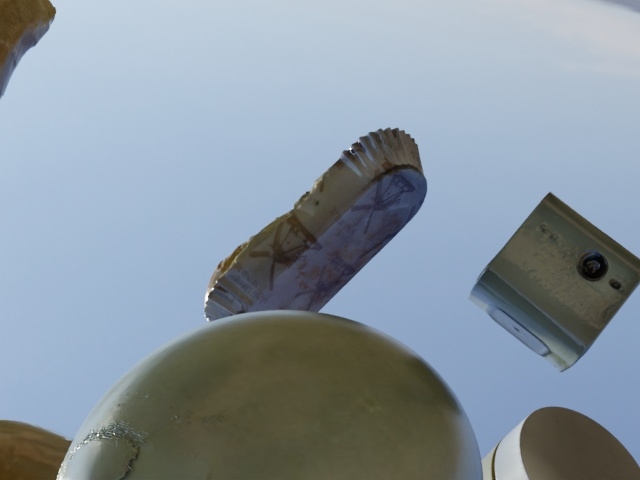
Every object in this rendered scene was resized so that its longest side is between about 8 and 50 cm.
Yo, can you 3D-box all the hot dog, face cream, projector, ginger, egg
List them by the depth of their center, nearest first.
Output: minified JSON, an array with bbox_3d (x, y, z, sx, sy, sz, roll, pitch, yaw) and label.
[{"bbox_3d":[-0.018,0.129,0.566,0.186,0.187,0.253,27,-165,39],"label":"egg"},{"bbox_3d":[0.155,0.028,0.730,0.082,0.083,0.083,39,173,10],"label":"projector"},{"bbox_3d":[0.000,0.000,1.016,0.069,0.252,0.131,51,-171,34],"label":"hot dog"},{"bbox_3d":[-0.429,-0.139,1.257,0.122,0.348,0.363,22,-171,-7],"label":"ginger"},{"bbox_3d":[0.304,0.361,1.476,0.218,0.179,0.218,22,-141,-19],"label":"face cream"}]

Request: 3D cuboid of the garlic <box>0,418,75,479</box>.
[{"bbox_3d":[-0.255,0.269,0.785,0.313,0.286,0.249,14,-177,-18],"label":"garlic"}]
